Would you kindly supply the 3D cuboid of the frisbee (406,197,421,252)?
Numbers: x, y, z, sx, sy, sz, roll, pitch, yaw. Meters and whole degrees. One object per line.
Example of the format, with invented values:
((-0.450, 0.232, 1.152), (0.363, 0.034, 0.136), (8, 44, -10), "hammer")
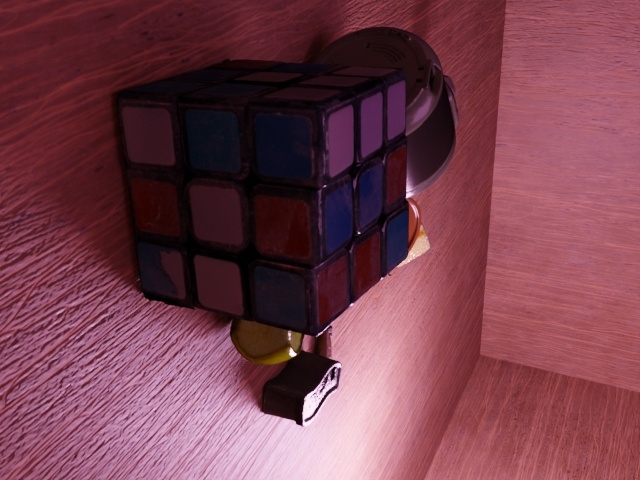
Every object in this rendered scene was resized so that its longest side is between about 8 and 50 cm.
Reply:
((0.193, -0.016, 2.129), (0.251, 0.021, 0.250), (-22, 129, -30), "frisbee")

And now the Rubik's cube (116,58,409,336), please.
((-0.074, -0.095, 1.192), (0.362, 0.363, 0.358), (-32, 124, -55), "Rubik's cube")

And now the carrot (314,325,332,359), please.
((0.012, 0.228, 1.935), (0.049, 0.049, 0.254), (-4, 99, -66), "carrot")

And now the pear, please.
((-0.097, 0.110, 1.491), (0.238, 0.164, 0.255), (-64, 160, -54), "pear")

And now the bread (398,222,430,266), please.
((0.257, -0.033, 2.305), (0.266, 0.142, 0.178), (51, 38, -63), "bread")

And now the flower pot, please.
((-0.040, 0.352, 1.780), (0.229, 0.108, 0.103), (-36, 133, -57), "flower pot")

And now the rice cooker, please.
((0.138, -0.274, 1.657), (0.335, 0.335, 0.325), (-70, 154, -21), "rice cooker")

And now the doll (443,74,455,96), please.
((0.327, -0.372, 2.288), (0.151, 0.151, 0.287), (-32, 134, -60), "doll")
